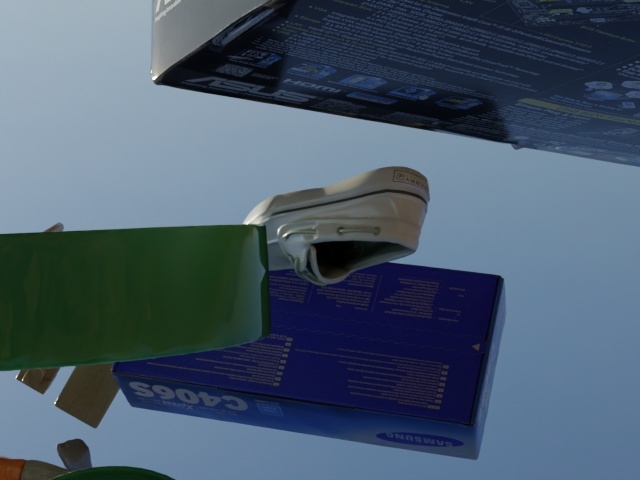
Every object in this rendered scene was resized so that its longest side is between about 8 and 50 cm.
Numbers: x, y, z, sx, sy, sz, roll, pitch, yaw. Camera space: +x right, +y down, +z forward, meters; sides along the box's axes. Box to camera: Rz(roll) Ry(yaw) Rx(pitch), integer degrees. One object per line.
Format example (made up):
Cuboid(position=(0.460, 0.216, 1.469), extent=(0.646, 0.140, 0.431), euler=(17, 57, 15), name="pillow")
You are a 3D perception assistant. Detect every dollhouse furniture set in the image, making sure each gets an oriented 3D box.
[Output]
Cuboid(position=(-0.259, 0.087, 1.320), extent=(0.151, 0.144, 0.123), euler=(30, -172, -4), name="dollhouse furniture set")

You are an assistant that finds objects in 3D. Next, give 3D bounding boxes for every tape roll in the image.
Cuboid(position=(-0.193, 0.033, 0.814), extent=(0.321, 0.077, 0.321), euler=(-3, 180, 0), name="tape roll")

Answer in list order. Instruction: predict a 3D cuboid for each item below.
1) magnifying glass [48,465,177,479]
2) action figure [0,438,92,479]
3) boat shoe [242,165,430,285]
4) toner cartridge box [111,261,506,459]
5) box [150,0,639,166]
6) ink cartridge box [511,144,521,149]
Cuboid(position=(-0.132, 0.160, 0.561), extent=(0.092, 0.026, 0.231), euler=(15, -158, 21), name="magnifying glass")
Cuboid(position=(-0.356, 0.315, 1.089), extent=(0.330, 0.341, 0.178), euler=(-8, 149, 42), name="action figure")
Cuboid(position=(0.000, 0.000, 1.082), extent=(0.083, 0.075, 0.226), euler=(23, 151, -31), name="boat shoe")
Cuboid(position=(-0.008, 0.099, 1.197), extent=(0.348, 0.075, 0.165), euler=(7, -123, 15), name="toner cartridge box")
Cuboid(position=(0.160, -0.118, 0.581), extent=(0.395, 0.097, 0.318), euler=(7, 170, -29), name="box")
Cuboid(position=(0.262, -0.193, 1.520), extent=(0.099, 0.135, 0.056), euler=(-18, 160, 15), name="ink cartridge box")
